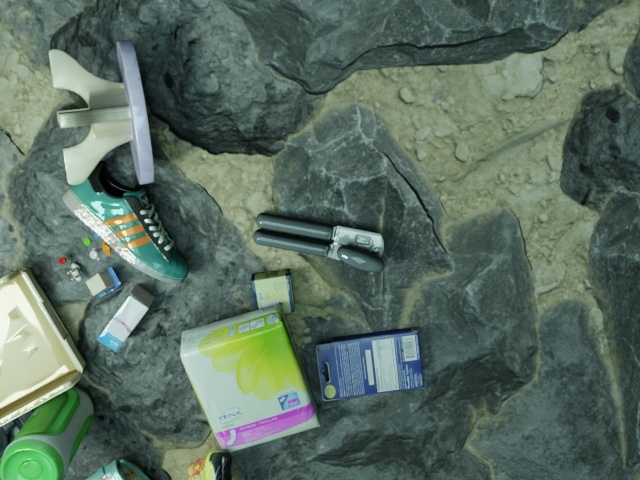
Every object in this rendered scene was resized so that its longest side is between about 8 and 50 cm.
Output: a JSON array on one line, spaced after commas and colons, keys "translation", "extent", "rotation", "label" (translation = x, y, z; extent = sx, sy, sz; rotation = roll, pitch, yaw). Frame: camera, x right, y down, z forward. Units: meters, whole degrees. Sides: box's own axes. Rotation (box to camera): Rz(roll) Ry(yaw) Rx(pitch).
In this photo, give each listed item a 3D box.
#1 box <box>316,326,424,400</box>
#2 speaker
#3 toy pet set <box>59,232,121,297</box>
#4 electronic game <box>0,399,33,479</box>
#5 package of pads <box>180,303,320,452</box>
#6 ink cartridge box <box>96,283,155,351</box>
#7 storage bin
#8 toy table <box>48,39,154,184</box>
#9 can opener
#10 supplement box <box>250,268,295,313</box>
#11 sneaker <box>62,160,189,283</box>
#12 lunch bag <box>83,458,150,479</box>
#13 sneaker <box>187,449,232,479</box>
[{"translation": [0.108, 0.271, 1.817], "extent": [0.225, 0.036, 0.136], "rotation": [-7, 103, -2], "label": "box"}, {"translation": [-0.548, 0.400, 1.687], "extent": [0.131, 0.296, 0.131], "rotation": [-1, 103, -2], "label": "speaker"}, {"translation": [-0.461, 0.052, 1.734], "extent": [0.122, 0.065, 0.114], "rotation": [-32, 86, 21], "label": "toy pet set"}, {"translation": [-0.727, 0.437, 1.816], "extent": [0.229, 0.048, 0.229], "rotation": [-1, 98, -8], "label": "electronic game"}, {"translation": [-0.150, 0.294, 1.754], "extent": [0.229, 0.101, 0.296], "rotation": [-16, 117, 1], "label": "package of pads"}, {"translation": [-0.407, 0.161, 1.744], "extent": [0.052, 0.088, 0.122], "rotation": [35, 99, -9], "label": "ink cartridge box"}, {"translation": [-0.665, 0.229, 1.712], "extent": [0.260, 0.123, 0.262], "rotation": [-28, 99, -4], "label": "storage bin"}, {"translation": [-0.419, -0.237, 1.587], "extent": [0.161, 0.252, 0.274], "rotation": [-9, 91, -16], "label": "toy table"}, {"translation": [0.000, 0.000, 1.728], "extent": [0.280, 0.093, 0.074], "rotation": [12, 103, 0], "label": "can opener"}, {"translation": [-0.100, 0.111, 1.762], "extent": [0.083, 0.056, 0.083], "rotation": [-8, 104, 0], "label": "supplement box"}, {"translation": [-0.374, -0.037, 1.690], "extent": [0.302, 0.108, 0.121], "rotation": [40, 103, -9], "label": "sneaker"}, {"translation": [-0.453, 0.621, 1.816], "extent": [0.223, 0.160, 0.262], "rotation": [-34, 108, 6], "label": "lunch bag"}, {"translation": [-0.247, 0.506, 1.797], "extent": [0.094, 0.081, 0.208], "rotation": [20, 143, 7], "label": "sneaker"}]
